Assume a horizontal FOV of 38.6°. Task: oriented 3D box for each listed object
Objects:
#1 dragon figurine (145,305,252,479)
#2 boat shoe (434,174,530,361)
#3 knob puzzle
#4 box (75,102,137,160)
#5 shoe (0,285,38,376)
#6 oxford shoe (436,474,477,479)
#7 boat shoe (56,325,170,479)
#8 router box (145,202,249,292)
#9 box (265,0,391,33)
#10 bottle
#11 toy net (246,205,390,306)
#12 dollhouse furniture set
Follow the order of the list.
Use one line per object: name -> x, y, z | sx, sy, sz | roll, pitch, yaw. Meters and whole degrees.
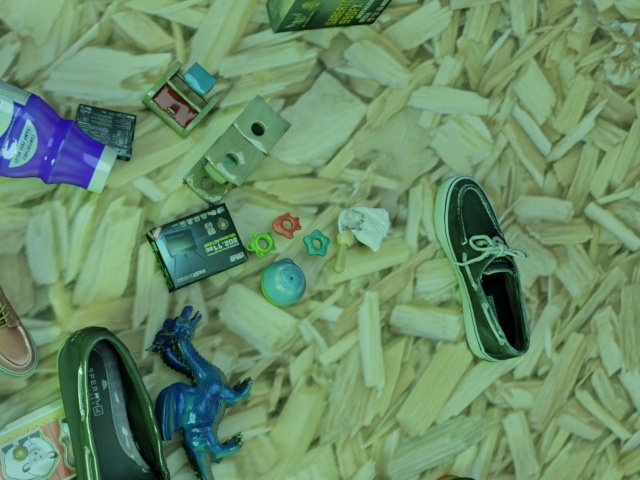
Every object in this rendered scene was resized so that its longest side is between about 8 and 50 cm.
dragon figurine -> -0.179, 0.238, 1.226 | 0.144, 0.085, 0.289 | 16, 71, -18
boat shoe -> 0.262, 0.036, 1.439 | 0.113, 0.105, 0.307 | -2, 78, -22
knob puzzle -> -0.322, 0.305, 1.183 | 0.213, 0.030, 0.213 | 5, 75, -21
box -> -0.308, -0.154, 1.306 | 0.083, 0.018, 0.067 | 9, 74, -20
shoe -> -0.421, 0.096, 1.165 | 0.063, 0.081, 0.178 | -36, 92, -25
oxford shoe -> 0.175, 0.468, 1.303 | 0.096, 0.098, 0.272 | 21, 70, -16
boat shoe -> -0.253, 0.272, 1.154 | 0.112, 0.095, 0.335 | -17, 90, -32
router box -> -0.176, 0.010, 1.308 | 0.122, 0.038, 0.092 | -23, 87, -25
box -> 0.038, -0.399, 1.386 | 0.183, 0.231, 0.056 | -11, 78, -24
bottle -> -0.413, -0.144, 1.212 | 0.282, 0.092, 0.118 | 23, 103, -16
toy net -> 0.000, 0.000, 1.380 | 0.232, 0.045, 0.122 | -30, 87, -27
dollhouse furniture set -> -0.167, -0.163, 1.303 | 0.183, 0.129, 0.129 | 42, 66, -9
